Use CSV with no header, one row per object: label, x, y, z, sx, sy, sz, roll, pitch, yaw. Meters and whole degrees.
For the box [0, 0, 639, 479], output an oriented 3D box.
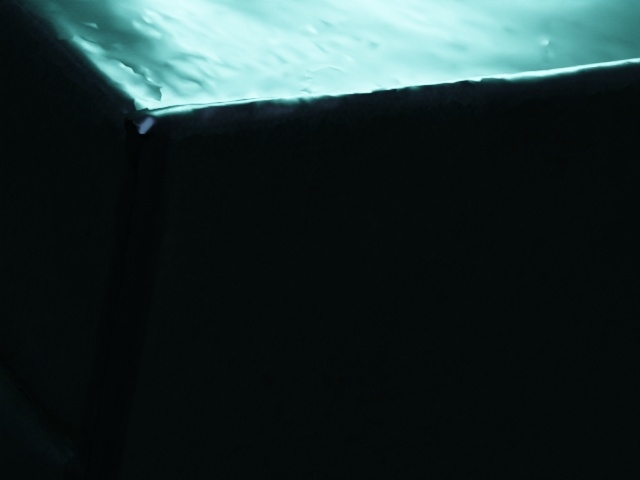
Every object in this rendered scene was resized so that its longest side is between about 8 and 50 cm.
box,0.001,0.001,0.652,0.345,0.251,0.204,-9,36,-38
